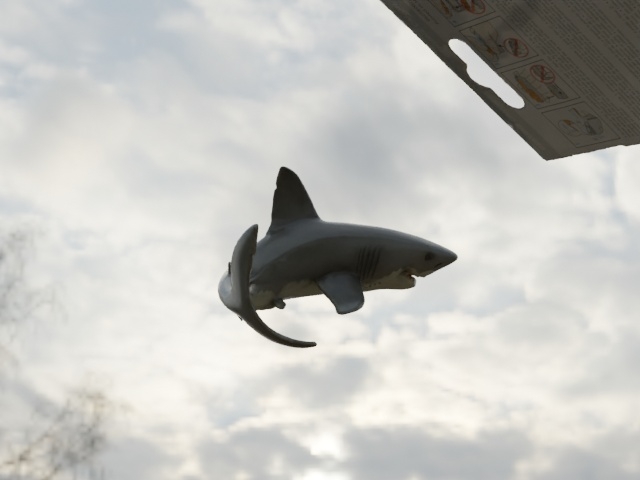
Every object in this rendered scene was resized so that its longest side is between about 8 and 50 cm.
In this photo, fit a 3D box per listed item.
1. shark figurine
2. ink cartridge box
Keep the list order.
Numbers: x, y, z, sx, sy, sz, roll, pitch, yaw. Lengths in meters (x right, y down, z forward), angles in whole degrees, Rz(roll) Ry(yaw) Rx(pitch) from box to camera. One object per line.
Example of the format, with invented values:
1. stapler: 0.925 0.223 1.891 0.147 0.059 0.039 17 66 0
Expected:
1. shark figurine: -0.027 0.003 0.977 0.166 0.116 0.278 1 7 31
2. ink cartridge box: 0.171 -0.140 0.806 0.189 0.066 0.232 41 -18 -21
